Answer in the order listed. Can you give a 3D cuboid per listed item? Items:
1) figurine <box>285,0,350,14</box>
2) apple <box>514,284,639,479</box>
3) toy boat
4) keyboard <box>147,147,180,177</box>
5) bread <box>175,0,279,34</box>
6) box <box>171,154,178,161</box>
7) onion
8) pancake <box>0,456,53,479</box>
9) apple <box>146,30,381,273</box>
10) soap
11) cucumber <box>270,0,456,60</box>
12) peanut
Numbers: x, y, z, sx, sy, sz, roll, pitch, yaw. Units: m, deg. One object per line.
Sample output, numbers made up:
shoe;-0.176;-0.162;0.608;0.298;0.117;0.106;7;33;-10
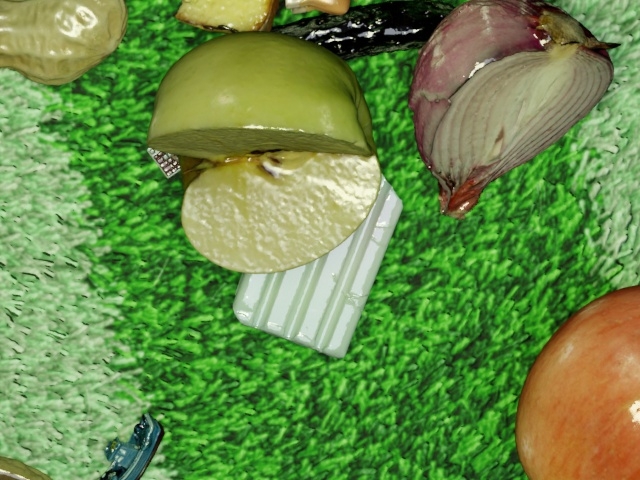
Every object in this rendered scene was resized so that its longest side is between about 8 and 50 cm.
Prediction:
figurine;0.021;-0.391;1.655;0.102;0.111;0.195;10;95;7
apple;0.435;0.259;1.690;0.364;0.364;0.364;-1;101;-4
toy boat;-0.278;0.307;1.792;0.061;0.060;0.137;26;105;-28
keyboard;-0.160;-0.154;1.734;0.166;0.017;0.055;-34;101;3
bread;-0.101;-0.371;1.636;0.129;0.134;0.260;10;80;7
box;-0.145;-0.149;1.696;0.089;0.062;0.122;20;102;-12
onion;0.216;-0.194;1.688;0.267;0.159;0.348;1;141;-32
pancake;-0.465;0.427;1.807;0.242;0.050;0.242;-1;102;-4
apple;-0.064;-0.128;1.545;0.258;0.233;0.295;-11;137;9
soap;0.000;0.000;1.735;0.173;0.095;0.289;20;98;-6
cucumber;0.046;-0.278;1.696;0.303;0.072;0.081;-15;89;-1
peanut;-0.399;-0.267;1.646;0.298;0.120;0.136;-7;96;0
